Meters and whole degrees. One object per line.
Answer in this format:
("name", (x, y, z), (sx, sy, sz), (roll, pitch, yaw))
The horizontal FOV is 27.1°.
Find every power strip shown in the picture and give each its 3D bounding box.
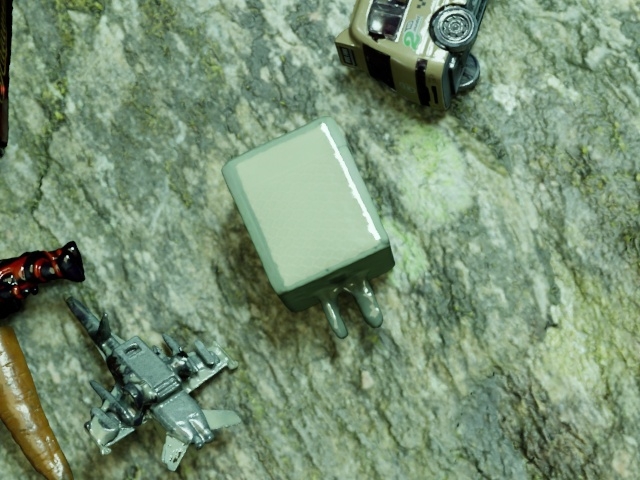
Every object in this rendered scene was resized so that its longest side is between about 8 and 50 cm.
("power strip", (0.000, 0.000, 1.477), (0.139, 0.140, 0.224), (-24, 76, -1))

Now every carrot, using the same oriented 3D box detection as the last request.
("carrot", (-0.333, 0.203, 1.513), (0.061, 0.061, 0.209), (-29, 80, -1))

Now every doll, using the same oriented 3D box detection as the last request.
("doll", (-0.390, 0.067, 1.516), (0.249, 0.127, 0.088), (-19, 77, -8))

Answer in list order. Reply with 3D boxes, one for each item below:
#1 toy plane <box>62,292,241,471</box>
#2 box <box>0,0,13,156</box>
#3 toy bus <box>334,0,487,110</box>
("toy plane", (-0.210, 0.139, 1.496), (0.192, 0.088, 0.262), (-33, 71, -30))
("box", (-0.583, -0.232, 1.602), (0.415, 0.116, 0.264), (-2, 76, 5))
("toy bus", (0.131, -0.307, 1.533), (0.157, 0.139, 0.289), (16, 78, 13))
